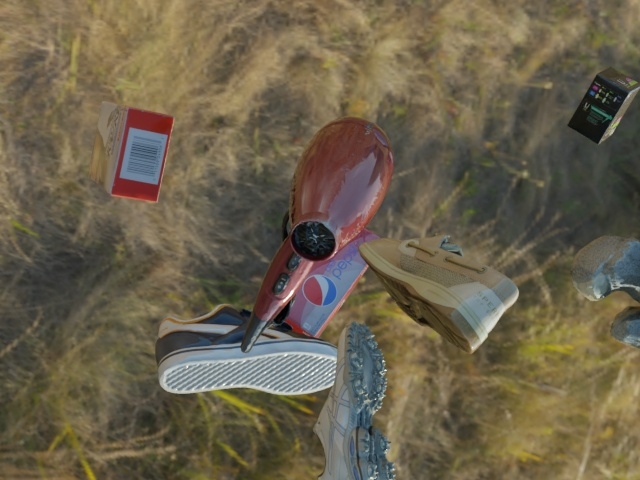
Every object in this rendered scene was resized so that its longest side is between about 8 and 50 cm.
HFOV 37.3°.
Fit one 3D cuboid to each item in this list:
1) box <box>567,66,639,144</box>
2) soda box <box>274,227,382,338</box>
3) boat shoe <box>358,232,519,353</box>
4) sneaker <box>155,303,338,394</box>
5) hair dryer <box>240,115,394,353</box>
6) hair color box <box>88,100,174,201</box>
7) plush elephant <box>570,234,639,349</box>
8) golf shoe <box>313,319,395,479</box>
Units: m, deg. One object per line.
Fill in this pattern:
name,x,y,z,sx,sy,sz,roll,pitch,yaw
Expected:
box,0.381,-0.182,1.272,0.062,0.052,0.083,-29,149,-52
soda box,0.012,0.081,1.778,0.263,0.092,0.083,-53,173,-32
boat shoe,0.143,0.046,1.192,0.098,0.302,0.109,-41,112,-7
sneaker,-0.111,0.172,1.551,0.321,0.127,0.126,5,132,-24
hair dryer,0.000,0.000,0.829,0.293,0.080,0.223,108,2,-81
hair color box,-0.210,-0.100,1.032,0.053,0.167,0.093,10,96,-22
plush elephant,0.405,0.147,0.894,0.330,0.272,0.255,32,62,-29
golf shoe,0.022,0.170,0.966,0.069,0.086,0.176,27,54,-46
